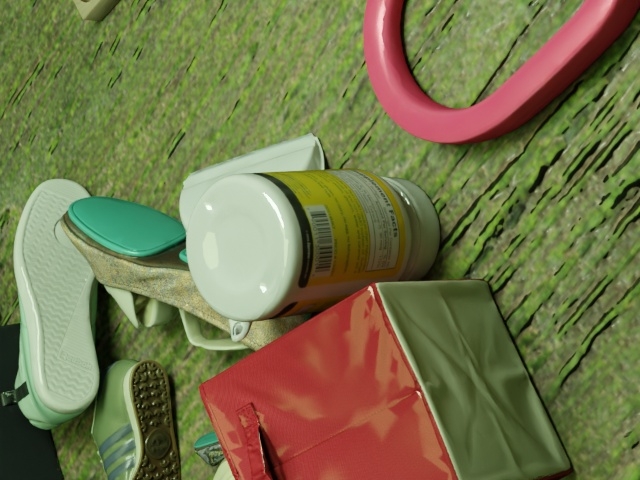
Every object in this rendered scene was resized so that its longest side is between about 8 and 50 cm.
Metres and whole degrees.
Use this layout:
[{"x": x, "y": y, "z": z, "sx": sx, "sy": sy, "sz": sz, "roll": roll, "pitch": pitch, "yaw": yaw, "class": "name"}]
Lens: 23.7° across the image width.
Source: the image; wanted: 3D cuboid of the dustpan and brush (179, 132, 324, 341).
[{"x": -0.067, "y": 0.003, "z": 1.361, "sx": 0.147, "sy": 0.211, "sz": 0.060, "roll": -17, "pitch": 123, "yaw": 21, "class": "dustpan and brush"}]

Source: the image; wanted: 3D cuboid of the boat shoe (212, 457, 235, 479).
[{"x": -0.068, "y": 0.308, "z": 1.365, "sx": 0.098, "sy": 0.109, "sz": 0.302, "roll": -98, "pitch": 18, "yaw": -44, "class": "boat shoe"}]

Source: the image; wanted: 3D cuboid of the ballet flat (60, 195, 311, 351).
[{"x": -0.137, "y": 0.043, "z": 1.466, "sx": 0.316, "sy": 0.107, "sz": 0.106, "roll": 19, "pitch": 117, "yaw": 39, "class": "ballet flat"}]

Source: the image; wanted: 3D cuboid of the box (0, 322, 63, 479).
[{"x": -0.426, "y": 0.223, "z": 1.727, "sx": 0.261, "sy": 0.103, "sz": 0.184, "roll": -26, "pitch": 79, "yaw": 39, "class": "box"}]

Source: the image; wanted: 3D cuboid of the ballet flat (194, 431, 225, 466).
[{"x": -0.073, "y": 0.192, "z": 1.465, "sx": 0.114, "sy": 0.041, "sz": 0.041, "roll": -27, "pitch": 76, "yaw": 39, "class": "ballet flat"}]

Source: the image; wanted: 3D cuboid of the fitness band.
[{"x": 0.141, "y": -0.208, "z": 1.241, "sx": 0.291, "sy": 0.054, "sz": 0.209, "roll": -45, "pitch": 68, "yaw": 35, "class": "fitness band"}]

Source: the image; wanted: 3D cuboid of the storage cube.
[{"x": 0.054, "y": 0.151, "z": 1.239, "sx": 0.193, "sy": 0.215, "sz": 0.184, "roll": -32, "pitch": 72, "yaw": 31, "class": "storage cube"}]

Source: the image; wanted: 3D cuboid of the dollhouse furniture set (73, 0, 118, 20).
[{"x": -0.274, "y": -0.310, "z": 1.539, "sx": 0.144, "sy": 0.123, "sz": 0.151, "roll": -41, "pitch": 67, "yaw": 35, "class": "dollhouse furniture set"}]

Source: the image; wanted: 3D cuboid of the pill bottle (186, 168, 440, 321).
[{"x": 0.000, "y": 0.000, "z": 1.270, "sx": 0.119, "sy": 0.208, "sz": 0.119, "roll": 4, "pitch": 96, "yaw": 40, "class": "pill bottle"}]

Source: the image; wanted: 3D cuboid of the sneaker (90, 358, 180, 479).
[{"x": -0.193, "y": 0.214, "z": 1.554, "sx": 0.086, "sy": 0.064, "sz": 0.192, "roll": 1, "pitch": 94, "yaw": 48, "class": "sneaker"}]

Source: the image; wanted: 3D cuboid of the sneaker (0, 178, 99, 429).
[{"x": -0.288, "y": 0.072, "z": 1.603, "sx": 0.151, "sy": 0.094, "sz": 0.256, "roll": 137, "pitch": 134, "yaw": -59, "class": "sneaker"}]
